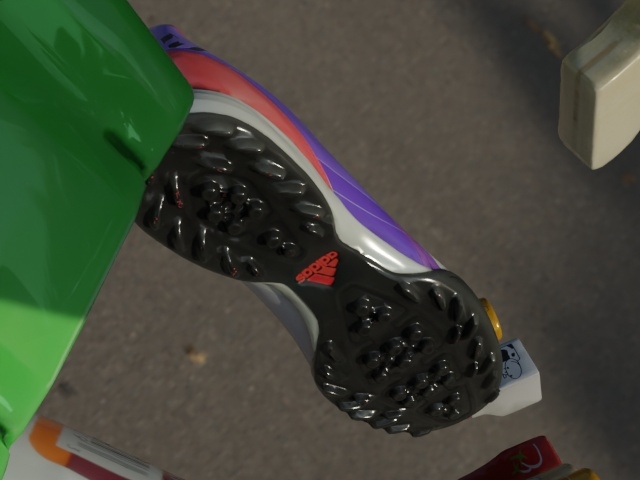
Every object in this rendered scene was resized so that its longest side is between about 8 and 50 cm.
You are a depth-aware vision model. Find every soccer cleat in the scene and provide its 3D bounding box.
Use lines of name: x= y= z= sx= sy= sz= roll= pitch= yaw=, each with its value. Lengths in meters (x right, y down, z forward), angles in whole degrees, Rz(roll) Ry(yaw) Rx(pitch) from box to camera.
soccer cleat: x=0.000 y=0.000 z=0.868 sx=0.318 sy=0.108 sz=0.116 roll=42 pitch=21 yaw=-38

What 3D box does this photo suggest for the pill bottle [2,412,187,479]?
pill bottle: x=-0.035 y=0.255 z=0.747 sx=0.392 sy=0.224 sz=0.224 roll=26 pitch=37 yaw=-5

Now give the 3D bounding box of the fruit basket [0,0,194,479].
fruit basket: x=-0.282 y=-0.029 z=0.450 sx=0.392 sy=0.392 sz=0.283 roll=35 pitch=54 yaw=-18

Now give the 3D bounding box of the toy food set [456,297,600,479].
toy food set: x=0.135 y=0.161 z=1.243 sx=0.111 sy=0.104 sz=0.232 roll=76 pitch=-10 yaw=-50

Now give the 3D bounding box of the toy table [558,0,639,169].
toy table: x=0.173 y=-0.151 z=0.668 sx=0.252 sy=0.161 sz=0.274 roll=44 pitch=-18 yaw=39
